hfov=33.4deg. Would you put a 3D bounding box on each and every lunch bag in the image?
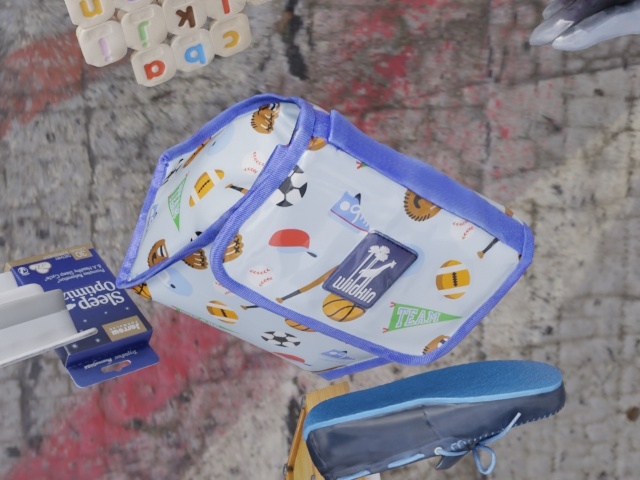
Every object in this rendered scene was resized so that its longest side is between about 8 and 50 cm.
[{"bbox_3d":[0.000,0.000,1.215,0.328,0.385,0.239,27,61,-27],"label":"lunch bag"}]

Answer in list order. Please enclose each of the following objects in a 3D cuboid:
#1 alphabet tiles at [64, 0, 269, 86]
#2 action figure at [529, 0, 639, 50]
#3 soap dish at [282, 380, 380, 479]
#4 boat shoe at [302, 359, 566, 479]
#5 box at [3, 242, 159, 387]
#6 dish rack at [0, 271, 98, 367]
[{"bbox_3d":[-0.183,-0.322,1.365,0.284,0.021,0.278,-24,147,-11],"label":"alphabet tiles"},{"bbox_3d":[0.114,-0.251,0.295,0.248,0.275,0.370,-37,120,-47],"label":"action figure"},{"bbox_3d":[0.013,0.423,1.895,0.118,0.291,0.229,9,118,-10],"label":"soap dish"},{"bbox_3d":[0.115,0.181,1.053,0.258,0.109,0.089,-12,103,16],"label":"boat shoe"},{"bbox_3d":[-0.331,0.100,1.499,0.136,0.225,0.036,-15,143,-40],"label":"box"},{"bbox_3d":[-0.359,0.105,0.779,0.285,0.333,0.072,-17,88,-54],"label":"dish rack"}]
